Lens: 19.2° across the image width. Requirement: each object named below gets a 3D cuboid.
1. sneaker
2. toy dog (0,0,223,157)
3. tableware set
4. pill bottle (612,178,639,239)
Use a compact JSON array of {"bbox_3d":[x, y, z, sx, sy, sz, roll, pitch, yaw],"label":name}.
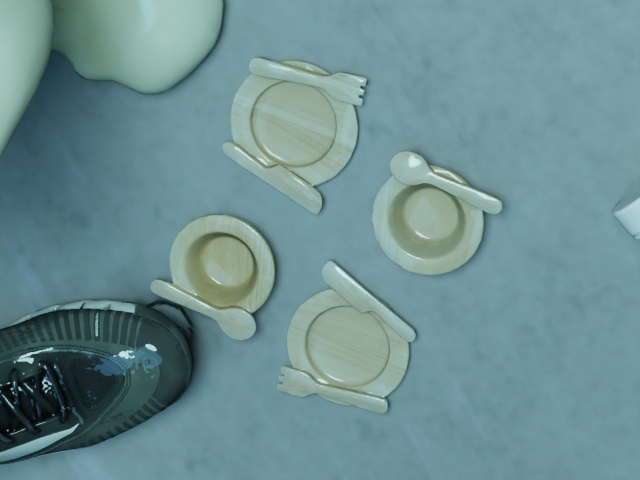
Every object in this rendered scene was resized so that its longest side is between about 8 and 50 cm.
[{"bbox_3d":[-0.179,0.089,0.961,0.234,0.106,0.078,-9,106,17],"label":"sneaker"},{"bbox_3d":[-0.244,-0.141,0.741,0.284,0.408,0.395,-5,106,16],"label":"toy dog"},{"bbox_3d":[0.000,0.000,0.933,0.141,0.020,0.169,29,112,4],"label":"tableware set"},{"bbox_3d":[0.189,0.015,0.863,0.065,0.065,0.116,-42,94,22],"label":"pill bottle"}]
